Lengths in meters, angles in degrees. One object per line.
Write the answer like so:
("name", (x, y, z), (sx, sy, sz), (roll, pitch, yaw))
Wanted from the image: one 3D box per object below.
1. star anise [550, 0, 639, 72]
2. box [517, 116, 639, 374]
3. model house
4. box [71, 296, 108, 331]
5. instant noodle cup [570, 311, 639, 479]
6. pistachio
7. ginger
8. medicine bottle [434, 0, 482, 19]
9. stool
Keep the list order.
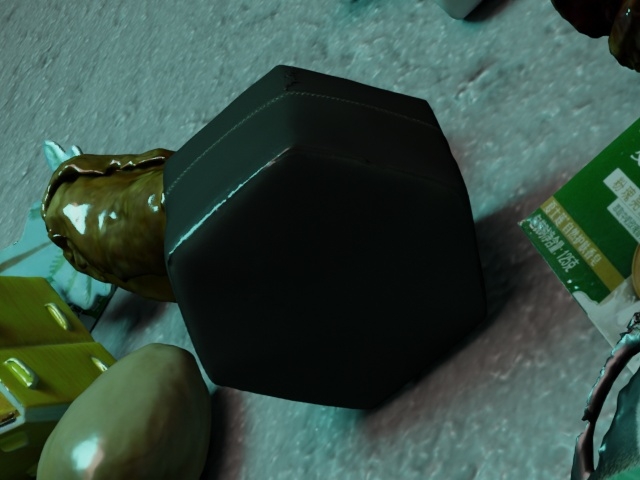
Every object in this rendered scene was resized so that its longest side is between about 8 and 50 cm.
("star anise", (0.265, -0.182, 0.902), (0.220, 0.126, 0.190), (-18, 34, -1))
("box", (0.220, 0.013, 0.782), (0.135, 0.081, 0.199), (-44, 33, 10))
("model house", (-0.339, 0.065, 1.189), (0.323, 0.300, 0.340), (7, 91, 32))
("box", (-0.237, 0.032, 1.381), (0.041, 0.050, 0.207), (-6, 52, 56))
("instant noodle cup", (0.228, 0.109, 0.523), (0.251, 0.251, 0.190), (-55, 23, -8))
("pistachio", (-0.148, 0.160, 1.063), (0.126, 0.108, 0.185), (17, 48, 17))
("ginger", (-0.094, -0.019, 1.125), (0.321, 0.172, 0.165), (-16, 2, 25))
("medicine bottle", (0.155, -0.291, 1.174), (0.186, 0.103, 0.103), (-43, 31, 12))
("stool", (0.000, 0.000, 0.950), (0.232, 0.232, 0.141), (-40, 30, 17))
